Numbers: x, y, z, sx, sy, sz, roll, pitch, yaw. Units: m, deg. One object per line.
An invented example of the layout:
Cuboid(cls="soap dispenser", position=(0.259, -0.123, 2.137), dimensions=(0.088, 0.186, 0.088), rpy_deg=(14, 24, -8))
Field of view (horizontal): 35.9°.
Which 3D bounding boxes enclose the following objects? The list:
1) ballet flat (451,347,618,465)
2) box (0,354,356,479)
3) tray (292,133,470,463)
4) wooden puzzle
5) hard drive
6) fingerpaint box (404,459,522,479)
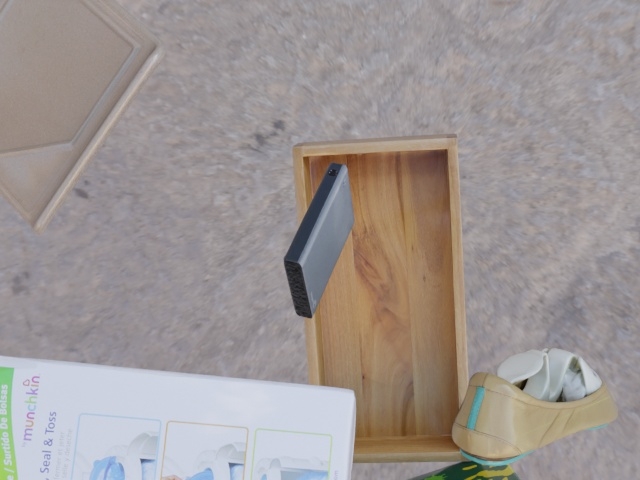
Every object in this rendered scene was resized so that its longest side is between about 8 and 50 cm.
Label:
Cuboid(cls="ballet flat", position=(0.185, 0.123, 0.796), dimensions=(0.080, 0.232, 0.073), rpy_deg=(10, 98, 34))
Cuboid(cls="box", position=(-0.096, 0.116, 0.496), dimensions=(0.203, 0.114, 0.103), rpy_deg=(7, 81, -12))
Cuboid(cls="tray", position=(0.082, 0.076, 1.262), dimensions=(0.202, 0.076, 0.411), rpy_deg=(-3, 99, 7))
Cuboid(cls="wooden puzzle", position=(-0.274, -0.156, 0.978), dimensions=(0.238, 0.044, 0.221), rpy_deg=(44, 103, 28))
Cuboid(cls="hard drive", position=(0.000, 0.000, 1.019), dimensions=(0.022, 0.094, 0.135), rpy_deg=(12, 54, 18))
Cuboid(cls="fingerpaint box", position=(0.126, 0.538, 1.206), dimensions=(0.371, 0.163, 0.445), rpy_deg=(-17, 95, -1))
